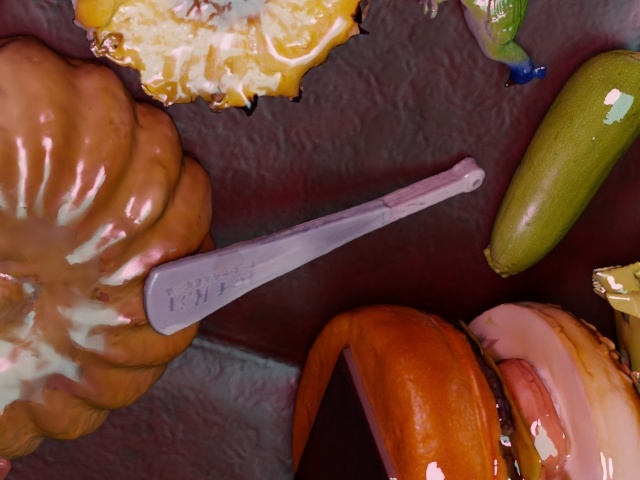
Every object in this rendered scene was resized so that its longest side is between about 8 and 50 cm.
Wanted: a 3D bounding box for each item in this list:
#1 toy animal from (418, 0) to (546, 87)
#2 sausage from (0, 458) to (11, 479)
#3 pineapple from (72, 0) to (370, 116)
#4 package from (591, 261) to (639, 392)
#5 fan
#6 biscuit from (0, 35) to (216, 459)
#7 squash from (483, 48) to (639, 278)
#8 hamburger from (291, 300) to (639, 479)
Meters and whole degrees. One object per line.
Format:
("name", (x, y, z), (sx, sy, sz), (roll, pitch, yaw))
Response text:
("toy animal", (0.100, -0.196, 1.198), (0.075, 0.041, 0.217), (-20, 117, -4))
("sausage", (-0.280, 0.211, 1.325), (0.030, 0.035, 0.147), (29, 106, -22))
("pineapple", (-0.067, -0.186, 1.138), (0.224, 0.076, 0.225), (-5, 116, -10))
("package", (0.299, 0.087, 1.370), (0.168, 0.090, 0.226), (-16, 123, -9))
("fan", (0.000, 0.000, 1.238), (0.282, 0.023, 0.057), (-20, 125, -24))
("biscuit", (-0.225, 0.022, 1.202), (0.325, 0.107, 0.326), (-8, 119, -14))
("squash", (0.181, -0.056, 1.281), (0.066, 0.066, 0.201), (19, 118, -22))
("hamburger", (0.114, 0.180, 1.269), (0.225, 0.291, 0.291), (0, 118, -24))
